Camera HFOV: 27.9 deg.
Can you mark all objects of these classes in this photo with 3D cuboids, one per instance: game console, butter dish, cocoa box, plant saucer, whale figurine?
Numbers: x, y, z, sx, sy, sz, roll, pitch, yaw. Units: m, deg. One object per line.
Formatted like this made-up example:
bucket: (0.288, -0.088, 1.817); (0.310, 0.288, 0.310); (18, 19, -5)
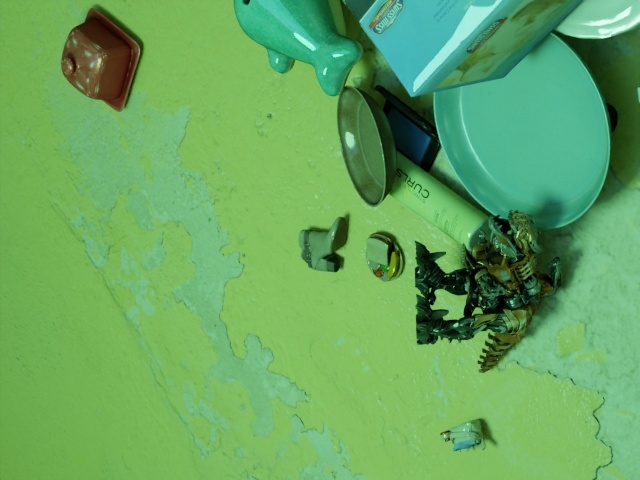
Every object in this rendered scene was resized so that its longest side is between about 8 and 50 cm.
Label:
game console: (0.129, -0.176, 2.039); (0.122, 0.107, 0.071); (41, 98, 24)
butter dish: (-0.441, -0.338, 2.455); (0.160, 0.118, 0.160); (41, 126, 25)
cocoa box: (0.221, -0.382, 1.641); (0.347, 0.231, 0.228); (-45, 72, 40)
plant saucer: (0.078, -0.153, 2.057); (0.198, 0.036, 0.198); (165, 90, -73)
whale figurine: (-0.042, -0.352, 2.061); (0.272, 0.141, 0.216); (58, 133, 29)
plant saucer: (0.294, -0.171, 1.857); (0.317, 0.044, 0.317); (26, 128, 40)

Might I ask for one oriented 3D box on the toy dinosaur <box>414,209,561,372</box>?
toy dinosaur: (0.251, 0.091, 1.945); (0.218, 0.164, 0.322); (-1, 114, 3)

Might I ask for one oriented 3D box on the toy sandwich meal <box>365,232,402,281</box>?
toy sandwich meal: (0.102, 0.030, 2.153); (0.085, 0.029, 0.085); (14, 113, 38)

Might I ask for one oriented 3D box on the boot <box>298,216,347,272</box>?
boot: (0.000, 0.000, 2.227); (0.087, 0.042, 0.118); (27, 120, 35)

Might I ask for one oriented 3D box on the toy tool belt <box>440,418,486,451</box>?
toy tool belt: (0.235, 0.329, 2.118); (0.083, 0.052, 0.051); (-31, 74, 43)

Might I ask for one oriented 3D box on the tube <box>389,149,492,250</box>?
tube: (0.168, -0.068, 2.047); (0.240, 0.062, 0.070); (39, 96, 33)

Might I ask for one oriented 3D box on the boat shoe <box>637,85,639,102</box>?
boat shoe: (0.552, -0.160, 1.651); (0.301, 0.108, 0.102); (5, 105, 33)

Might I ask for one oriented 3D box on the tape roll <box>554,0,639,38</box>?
tape roll: (0.379, -0.416, 1.719); (0.286, 0.100, 0.286); (15, 114, 38)

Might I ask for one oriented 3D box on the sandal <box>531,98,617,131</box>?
sandal: (0.342, -0.193, 1.862); (0.179, 0.040, 0.067); (22, 119, 35)
